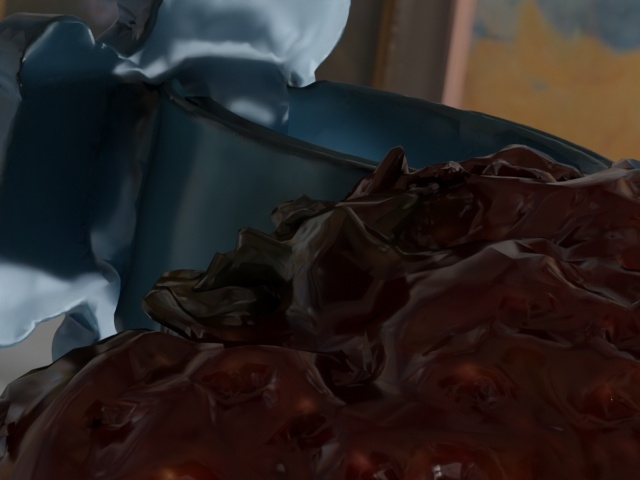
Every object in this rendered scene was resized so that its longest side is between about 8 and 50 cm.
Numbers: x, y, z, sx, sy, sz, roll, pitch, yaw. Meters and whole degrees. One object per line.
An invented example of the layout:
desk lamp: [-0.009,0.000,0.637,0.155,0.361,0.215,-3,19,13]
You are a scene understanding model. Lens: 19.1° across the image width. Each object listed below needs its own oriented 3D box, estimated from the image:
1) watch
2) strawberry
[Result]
watch: [0.000,0.000,0.649,0.193,0.211,0.211,21,-152,33]
strawberry: [0.064,0.145,0.428,0.312,0.267,0.351,-38,-123,-4]
